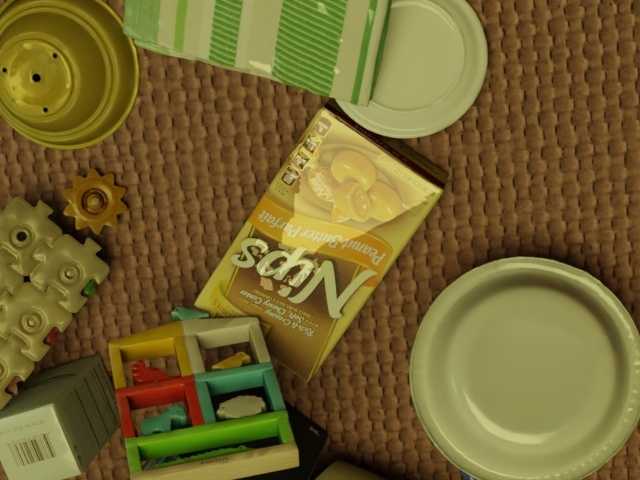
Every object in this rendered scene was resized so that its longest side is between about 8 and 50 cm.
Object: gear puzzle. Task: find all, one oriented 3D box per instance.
[{"bbox_3d":[-0.383,0.040,1.779,0.175,0.044,0.339,39,83,-11],"label":"gear puzzle"}]

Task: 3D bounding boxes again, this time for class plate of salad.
[{"bbox_3d":[0.103,-0.223,1.658,0.199,0.048,0.200,0,89,2],"label":"plate of salad"}]

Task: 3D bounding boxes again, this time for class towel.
[{"bbox_3d":[-0.072,-0.309,1.598,0.324,0.038,0.248,17,118,12],"label":"towel"}]

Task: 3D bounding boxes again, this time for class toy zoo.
[{"bbox_3d":[-0.149,0.178,1.628,0.192,0.293,0.030,-10,126,-10],"label":"toy zoo"}]

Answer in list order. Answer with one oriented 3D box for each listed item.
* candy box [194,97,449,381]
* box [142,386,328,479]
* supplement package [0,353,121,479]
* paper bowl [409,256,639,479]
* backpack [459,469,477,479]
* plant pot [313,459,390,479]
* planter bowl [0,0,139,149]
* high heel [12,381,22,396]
[{"bbox_3d":[0.000,0.000,1.725,0.183,0.087,0.316,34,109,0],"label":"candy box"},{"bbox_3d":[-0.164,0.356,1.753,0.182,0.296,0.294,38,108,-1],"label":"box"},{"bbox_3d":[-0.350,0.241,1.815,0.105,0.179,0.105,-18,102,15],"label":"supplement package"},{"bbox_3d":[0.249,0.160,1.640,0.284,0.148,0.284,-1,82,4],"label":"paper bowl"},{"bbox_3d":[0.235,0.257,1.750,0.101,0.098,0.120,43,110,1],"label":"backpack"},{"bbox_3d":[0.083,0.425,1.770,0.274,0.256,0.256,40,110,14],"label":"plant pot"},{"bbox_3d":[-0.347,-0.213,1.731,0.217,0.090,0.217,3,106,10],"label":"planter bowl"},{"bbox_3d":[-0.513,0.106,1.807,0.127,0.181,0.377,-25,100,17],"label":"high heel"}]
